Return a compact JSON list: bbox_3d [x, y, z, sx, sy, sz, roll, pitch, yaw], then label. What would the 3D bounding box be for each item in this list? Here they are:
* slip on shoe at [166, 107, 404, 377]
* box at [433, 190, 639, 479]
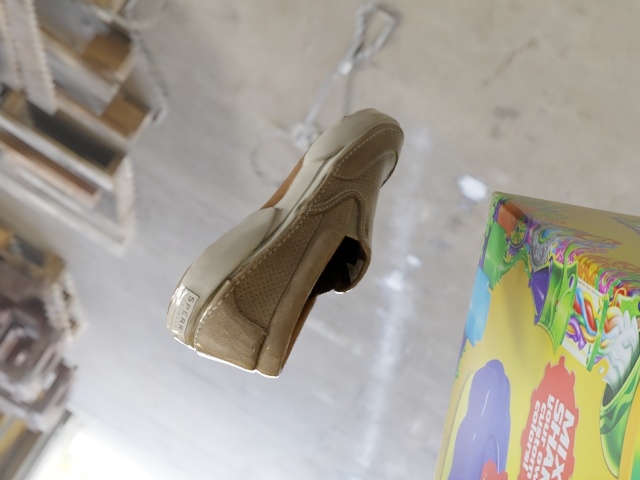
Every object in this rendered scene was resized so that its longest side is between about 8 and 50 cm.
[{"bbox_3d":[0.000,0.000,0.569,0.041,0.135,0.051,30,128,14],"label":"slip on shoe"},{"bbox_3d":[0.138,0.155,0.548,0.177,0.289,0.279,10,-172,-8],"label":"box"}]
